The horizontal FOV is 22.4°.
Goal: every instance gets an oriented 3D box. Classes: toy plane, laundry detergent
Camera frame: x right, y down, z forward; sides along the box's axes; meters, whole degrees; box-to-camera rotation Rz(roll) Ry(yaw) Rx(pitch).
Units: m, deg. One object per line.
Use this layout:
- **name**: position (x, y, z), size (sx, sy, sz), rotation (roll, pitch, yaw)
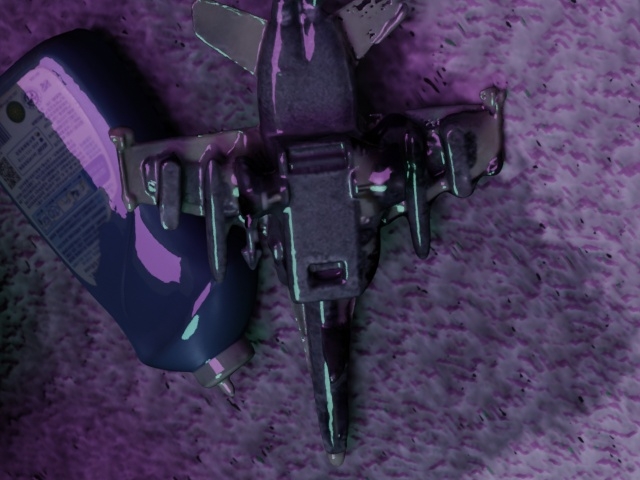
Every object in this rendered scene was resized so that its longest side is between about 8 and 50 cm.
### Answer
- **toy plane**: position (0.001, 0.004, 0.796), size (0.192, 0.088, 0.262), rotation (-7, 106, -3)
- **laundry detergent**: position (-0.099, -0.006, 0.856), size (0.096, 0.061, 0.206), rotation (-35, 89, 24)
